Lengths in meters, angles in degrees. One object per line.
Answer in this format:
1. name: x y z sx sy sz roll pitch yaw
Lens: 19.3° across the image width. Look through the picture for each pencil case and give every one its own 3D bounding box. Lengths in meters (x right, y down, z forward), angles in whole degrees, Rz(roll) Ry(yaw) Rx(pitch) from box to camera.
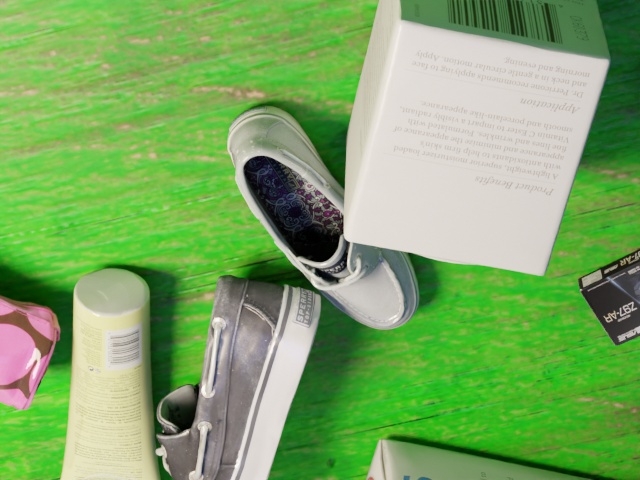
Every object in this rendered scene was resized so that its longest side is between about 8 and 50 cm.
1. pencil case: -0.309 0.055 1.504 0.209 0.095 0.098 25 104 -18

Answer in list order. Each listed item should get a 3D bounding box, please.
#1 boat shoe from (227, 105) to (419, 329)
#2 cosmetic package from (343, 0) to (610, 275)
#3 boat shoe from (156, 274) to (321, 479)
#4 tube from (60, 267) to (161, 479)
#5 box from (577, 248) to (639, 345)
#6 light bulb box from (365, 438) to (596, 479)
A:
1. boat shoe: 0.001 -0.001 1.466 0.079 0.081 0.227 -29 118 18
2. cosmetic package: 0.107 -0.098 1.360 0.151 0.151 0.183 11 122 -6
3. boat shoe: -0.088 0.160 1.559 0.102 0.108 0.301 15 122 -6
4. tube: -0.176 0.131 1.574 0.070 0.062 0.240 33 136 32
5. box: 0.260 0.041 1.529 0.083 0.018 0.067 -26 119 16
6. light bulb box: 0.180 0.401 1.643 0.361 0.225 0.358 12 123 -8
